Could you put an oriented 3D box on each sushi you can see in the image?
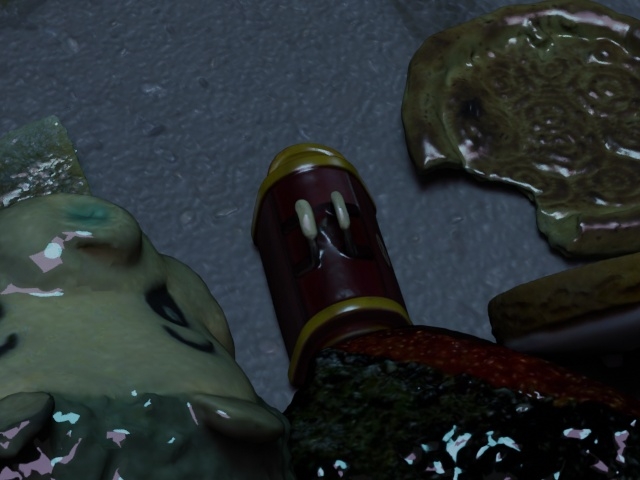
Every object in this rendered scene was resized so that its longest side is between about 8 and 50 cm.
[{"bbox_3d":[0.080,0.134,0.613,0.225,0.136,0.126,24,51,25],"label":"sushi"}]

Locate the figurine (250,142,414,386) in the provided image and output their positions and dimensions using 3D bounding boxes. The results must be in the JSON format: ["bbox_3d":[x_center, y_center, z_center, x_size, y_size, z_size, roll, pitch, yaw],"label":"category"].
[{"bbox_3d":[0.001,-0.001,0.739,0.082,0.098,0.154,-15,57,-2],"label":"figurine"}]

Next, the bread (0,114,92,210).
[{"bbox_3d":[-0.192,0.001,0.790,0.112,0.036,0.193,-22,55,-10],"label":"bread"}]

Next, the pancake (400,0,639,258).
[{"bbox_3d":[0.167,-0.084,0.827,0.235,0.029,0.212,24,59,18],"label":"pancake"}]

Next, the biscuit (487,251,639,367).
[{"bbox_3d":[0.180,0.035,0.643,0.181,0.208,0.049,-11,82,-2],"label":"biscuit"}]

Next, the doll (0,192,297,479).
[{"bbox_3d":[-0.130,0.101,0.526,0.247,0.349,0.247,0,91,-23],"label":"doll"}]
